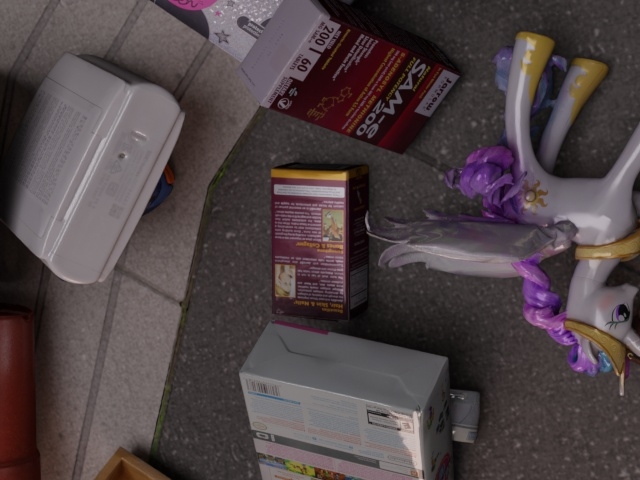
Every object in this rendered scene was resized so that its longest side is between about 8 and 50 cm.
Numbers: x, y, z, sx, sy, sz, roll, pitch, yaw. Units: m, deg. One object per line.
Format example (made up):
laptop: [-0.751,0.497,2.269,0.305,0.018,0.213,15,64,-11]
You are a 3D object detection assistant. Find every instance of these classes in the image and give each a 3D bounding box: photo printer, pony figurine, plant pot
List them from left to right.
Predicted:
plant pot: [-0.498,0.218,1.935,0.272,0.272,0.265,6,93,21]
photo printer: [-0.304,-0.102,1.784,0.307,0.107,0.256,29,94,60]
pony figurine: [0.247,-0.037,1.599,0.351,0.303,0.363,14,89,10]

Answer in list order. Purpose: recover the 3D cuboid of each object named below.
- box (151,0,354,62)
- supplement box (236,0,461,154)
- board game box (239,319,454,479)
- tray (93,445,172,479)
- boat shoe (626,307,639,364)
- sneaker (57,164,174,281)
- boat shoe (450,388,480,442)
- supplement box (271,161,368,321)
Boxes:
box: [-0.091,-0.317,1.690,0.247,0.142,0.163,34,111,-7]
supplement box: [0.036,-0.193,1.648,0.130,0.239,0.073,-54,48,21]
board game box: [0.040,0.249,1.719,0.224,0.097,0.303,12,136,19]
tray: [-0.157,0.467,1.865,0.411,0.203,0.076,31,153,14]
boat shoe: [0.446,0.149,1.635,0.207,0.073,0.073,30,110,22]
sneaker: [-0.290,-0.029,1.888,0.083,0.087,0.221,44,111,10]
boat shoe: [0.094,0.193,1.787,0.227,0.079,0.081,11,84,21]
supplement box: [0.000,0.000,1.780,0.104,0.081,0.188,3,100,21]
